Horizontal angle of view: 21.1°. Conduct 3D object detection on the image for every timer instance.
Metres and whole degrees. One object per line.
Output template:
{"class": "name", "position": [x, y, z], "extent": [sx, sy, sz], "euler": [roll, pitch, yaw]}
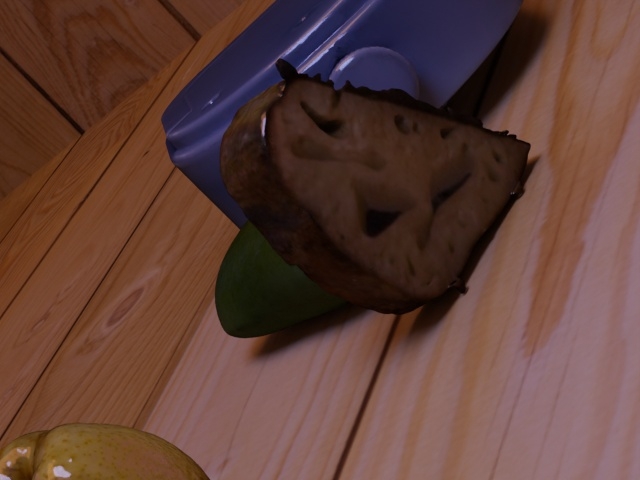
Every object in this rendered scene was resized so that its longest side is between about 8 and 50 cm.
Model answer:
{"class": "timer", "position": [0.030, -0.156, 1.636], "extent": [0.395, 0.173, 0.395], "euler": [-39, 14, 12]}

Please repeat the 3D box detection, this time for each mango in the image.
{"class": "mango", "position": [0.000, 0.000, 1.427], "extent": [0.251, 0.114, 0.156], "euler": [-46, 19, 47]}

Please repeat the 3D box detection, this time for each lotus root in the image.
{"class": "lotus root", "position": [0.046, -0.032, 1.259], "extent": [0.074, 0.261, 0.170], "euler": [-26, 54, 47]}

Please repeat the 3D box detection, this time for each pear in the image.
{"class": "pear", "position": [-0.150, 0.199, 1.148], "extent": [0.178, 0.178, 0.178], "euler": [-40, 15, 13]}
